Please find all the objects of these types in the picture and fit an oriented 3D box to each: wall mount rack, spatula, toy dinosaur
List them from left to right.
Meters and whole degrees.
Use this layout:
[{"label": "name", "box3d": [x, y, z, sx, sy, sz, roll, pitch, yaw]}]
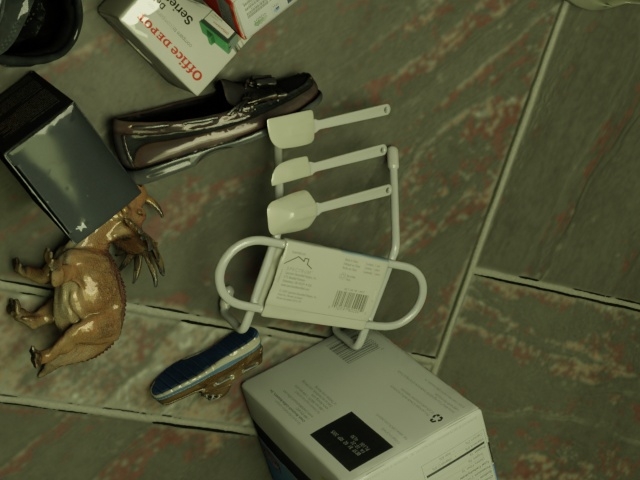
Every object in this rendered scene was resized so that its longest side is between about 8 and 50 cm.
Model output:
[{"label": "toy dinosaur", "box3d": [-0.306, 0.071, 1.845, 0.200, 0.127, 0.295, -4, 115, -34]}, {"label": "wall mount rack", "box3d": [0.000, 0.000, 1.981, 0.350, 0.130, 0.304, 11, 106, -31]}, {"label": "spatula", "box3d": [0.015, -0.106, 1.909, 0.242, 0.019, 0.168, -16, 109, -43]}]

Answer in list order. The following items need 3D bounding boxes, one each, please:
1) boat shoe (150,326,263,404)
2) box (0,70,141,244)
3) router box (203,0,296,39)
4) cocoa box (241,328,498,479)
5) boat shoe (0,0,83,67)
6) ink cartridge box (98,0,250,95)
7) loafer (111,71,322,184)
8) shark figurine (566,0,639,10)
[{"label": "boat shoe", "box3d": [-0.160, 0.200, 1.996, 0.183, 0.066, 0.066, -28, 120, -17]}, {"label": "box", "box3d": [-0.336, -0.107, 1.708, 0.108, 0.207, 0.153, -39, 121, -10]}, {"label": "router box", "box3d": [-0.064, -0.455, 1.677, 0.335, 0.301, 0.082, -39, 155, -10]}, {"label": "cocoa box", "box3d": [0.076, 0.317, 1.997, 0.231, 0.347, 0.228, -26, 119, -18]}, {"label": "boat shoe", "box3d": [-0.387, -0.292, 1.466, 0.156, 0.500, 0.186, 27, 91, 9]}, {"label": "ink cartridge box", "box3d": [-0.158, -0.324, 1.792, 0.219, 0.092, 0.160, -49, 122, -5]}, {"label": "loafer", "box3d": [-0.140, -0.174, 1.852, 0.303, 0.109, 0.095, -26, 113, -15]}, {"label": "shark figurine", "box3d": [0.405, -0.395, 2.056, 0.278, 0.116, 0.166, 31, 93, -31]}]
